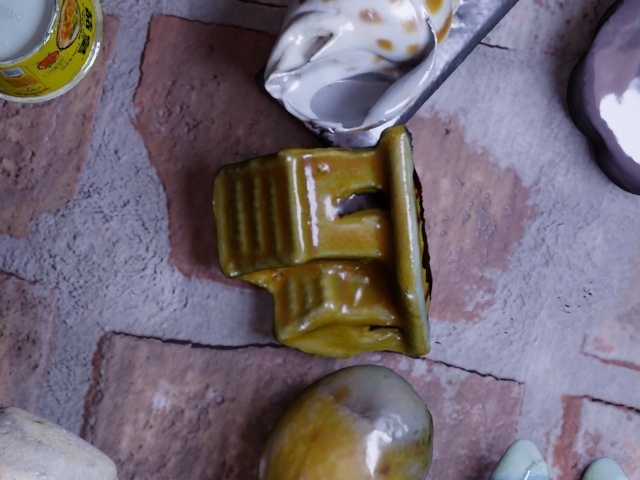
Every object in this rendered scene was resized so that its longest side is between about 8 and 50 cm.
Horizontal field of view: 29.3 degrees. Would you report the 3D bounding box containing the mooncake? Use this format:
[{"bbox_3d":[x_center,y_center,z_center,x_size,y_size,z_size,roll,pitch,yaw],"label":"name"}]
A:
[{"bbox_3d":[0.397,-0.166,1.376,0.245,0.133,0.244,0,89,0],"label":"mooncake"}]

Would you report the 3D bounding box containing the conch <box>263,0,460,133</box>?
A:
[{"bbox_3d":[0.057,-0.227,1.328,0.275,0.149,0.182,-34,93,-4],"label":"conch"}]

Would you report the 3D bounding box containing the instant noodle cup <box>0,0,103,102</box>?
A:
[{"bbox_3d":[-0.346,-0.253,1.375,0.182,0.144,0.182,0,90,0],"label":"instant noodle cup"}]

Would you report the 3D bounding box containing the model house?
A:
[{"bbox_3d":[0.000,0.011,1.352,0.239,0.173,0.268,-4,97,7],"label":"model house"}]

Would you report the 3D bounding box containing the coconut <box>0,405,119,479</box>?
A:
[{"bbox_3d":[-0.335,0.311,1.337,0.224,0.224,0.234,28,77,0],"label":"coconut"}]

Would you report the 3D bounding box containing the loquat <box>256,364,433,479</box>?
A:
[{"bbox_3d":[0.027,0.244,1.354,0.179,0.179,0.227,26,87,0],"label":"loquat"}]

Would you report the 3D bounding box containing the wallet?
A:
[{"bbox_3d":[0.087,-0.247,1.423,0.170,0.044,0.321,42,89,2],"label":"wallet"}]

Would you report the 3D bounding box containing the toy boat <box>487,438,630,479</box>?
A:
[{"bbox_3d":[0.235,0.392,1.381,0.215,0.123,0.329,13,82,-27],"label":"toy boat"}]
